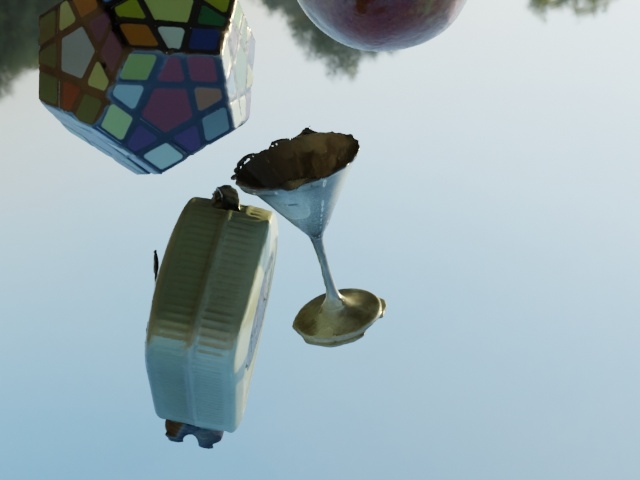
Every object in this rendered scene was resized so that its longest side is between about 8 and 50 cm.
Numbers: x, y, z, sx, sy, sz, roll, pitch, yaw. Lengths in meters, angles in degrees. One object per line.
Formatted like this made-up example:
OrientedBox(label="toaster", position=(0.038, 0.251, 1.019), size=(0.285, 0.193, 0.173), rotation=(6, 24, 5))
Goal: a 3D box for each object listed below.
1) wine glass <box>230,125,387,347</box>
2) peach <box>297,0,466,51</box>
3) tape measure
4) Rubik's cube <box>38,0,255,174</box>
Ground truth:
OrientedBox(label="wine glass", position=(0.000, 0.000, 0.894), size=(0.122, 0.182, 0.122), rotation=(-13, -151, 7))
OrientedBox(label="peach", position=(0.066, -0.319, 1.035), size=(0.231, 0.231, 0.231), rotation=(-20, -162, 7))
OrientedBox(label="tape measure", position=(-0.111, 0.069, 0.943), size=(0.115, 0.235, 0.207), rotation=(9, -120, 0))
OrientedBox(label="Rubik's cube", position=(-0.101, -0.102, 0.565), size=(0.111, 0.133, 0.133), rotation=(-59, -153, -8))
